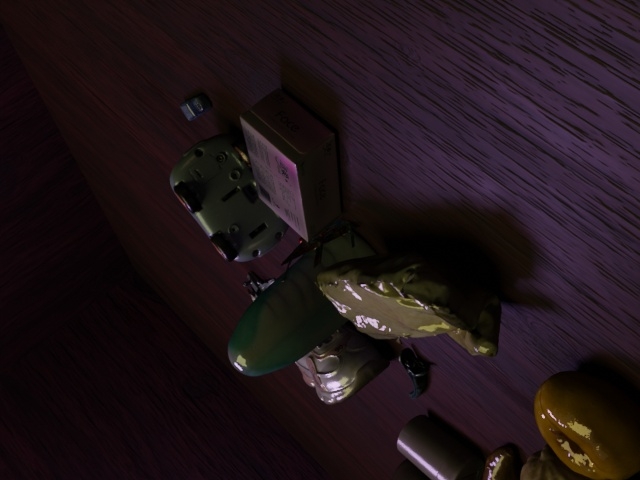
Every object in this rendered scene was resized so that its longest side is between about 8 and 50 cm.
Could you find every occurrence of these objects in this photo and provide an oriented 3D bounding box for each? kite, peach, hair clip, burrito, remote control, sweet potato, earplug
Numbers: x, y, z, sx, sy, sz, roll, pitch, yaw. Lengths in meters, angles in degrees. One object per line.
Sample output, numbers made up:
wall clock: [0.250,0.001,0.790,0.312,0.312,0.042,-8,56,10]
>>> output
kite: [0.000,0.000,1.461,0.010,0.183,0.160,52,-154,-25]
peach: [0.380,0.260,1.114,0.179,0.103,0.179,40,158,20]
hair clip: [0.206,0.308,1.706,0.070,0.039,0.229,39,160,27]
burrito: [0.151,0.085,1.255,0.190,0.135,0.332,47,160,-18]
remote control: [-0.268,-0.285,1.682,0.043,0.027,0.152,51,164,-15]
sweet potato: [0.373,0.514,1.640,0.097,0.097,0.292,41,155,26]
earplug: [-0.038,0.135,1.486,0.185,0.324,0.185,42,160,20]

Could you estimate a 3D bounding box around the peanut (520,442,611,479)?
peanut: [0.451,0.447,1.244,0.291,0.143,0.159,45,172,7]

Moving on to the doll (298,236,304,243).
doll: [0.005,0.076,1.697,0.104,0.062,0.194,5,126,49]

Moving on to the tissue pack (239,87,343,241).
tissue pack: [-0.044,-0.123,1.367,0.148,0.092,0.246,43,161,24]

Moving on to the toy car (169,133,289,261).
toy car: [-0.194,-0.090,1.670,0.270,0.180,0.212,54,171,-13]

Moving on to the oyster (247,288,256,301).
oyster: [-0.176,0.200,2.356,0.166,0.053,0.108,-162,62,-71]

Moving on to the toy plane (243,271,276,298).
toy plane: [-0.149,0.165,2.220,0.226,0.058,0.226,39,143,29]

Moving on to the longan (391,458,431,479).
longan: [0.275,0.638,1.946,0.220,0.196,0.196,26,152,27]

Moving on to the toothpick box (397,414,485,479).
toothpick box: [0.273,0.490,1.788,0.181,0.111,0.111,34,155,43]

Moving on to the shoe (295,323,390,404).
shoe: [0.008,0.254,1.850,0.198,0.172,0.351,58,159,-12]
